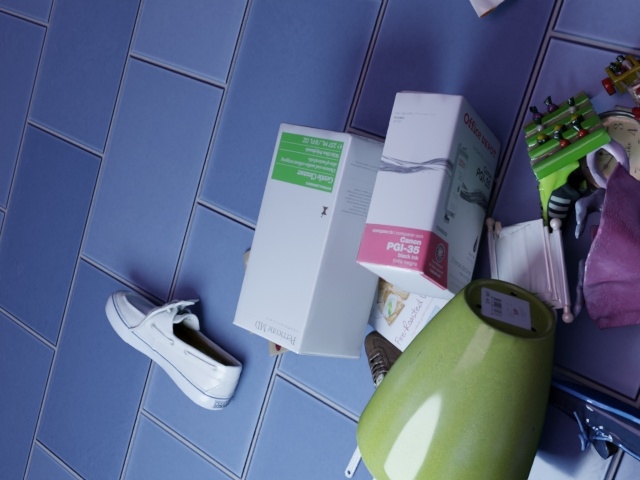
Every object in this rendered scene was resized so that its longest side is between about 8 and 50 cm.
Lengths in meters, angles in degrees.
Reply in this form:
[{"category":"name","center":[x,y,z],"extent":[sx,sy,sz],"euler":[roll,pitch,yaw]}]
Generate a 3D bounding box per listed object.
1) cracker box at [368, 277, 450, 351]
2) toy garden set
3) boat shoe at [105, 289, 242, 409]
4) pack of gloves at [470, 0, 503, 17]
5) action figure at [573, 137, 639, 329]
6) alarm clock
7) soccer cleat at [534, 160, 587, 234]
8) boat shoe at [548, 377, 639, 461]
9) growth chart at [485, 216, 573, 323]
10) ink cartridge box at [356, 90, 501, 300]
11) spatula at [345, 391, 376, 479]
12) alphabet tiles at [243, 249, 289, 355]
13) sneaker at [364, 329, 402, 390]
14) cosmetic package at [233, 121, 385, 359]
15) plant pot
[{"category":"cracker box","center":[0.160,0.101,1.512],"extent":[0.232,0.067,0.156],"euler":[37,110,33]},{"category":"toy garden set","center":[0.384,-0.191,1.251],"extent":[0.203,0.244,0.049],"euler":[-30,104,19]},{"category":"boat shoe","center":[-0.299,0.181,1.818],"extent":[0.367,0.135,0.157],"euler":[38,111,29]},{"category":"pack of gloves","center":[0.300,-0.514,1.453],"extent":[0.195,0.046,0.232],"euler":[-31,73,20]},{"category":"action figure","center":[0.534,0.033,1.171],"extent":[0.370,0.248,0.276],"euler":[3,64,21]},{"category":"alarm clock","center":[0.429,-0.130,1.310],"extent":[0.192,0.064,0.129],"euler":[9,100,31]},{"category":"soccer cleat","center":[0.365,-0.063,1.313],"extent":[0.072,0.179,0.060],"euler":[-7,53,15]},{"category":"boat shoe","center":[0.428,0.284,1.277],"extent":[0.258,0.109,0.089],"euler":[26,101,37]},{"category":"growth chart","center":[0.312,0.047,1.330],"extent":[0.237,0.021,0.172],"euler":[178,89,-74]},{"category":"ink cartridge box","center":[0.176,-0.067,1.374],"extent":[0.117,0.207,0.283],"euler":[8,78,31]},{"category":"spatula","center":[0.136,0.359,1.552],"extent":[0.168,0.019,0.242],"euler":[32,107,33]},{"category":"alphabet tiles","center":[-0.034,0.055,1.648],"extent":[0.342,0.011,0.285],"euler":[-25,65,43]},{"category":"sneaker","center":[0.121,0.234,1.521],"extent":[0.066,0.071,0.188],"euler":[-47,57,25]},{"category":"cosmetic package","center":[0.000,0.000,1.499],"extent":[0.197,0.155,0.366],"euler":[15,92,47]},{"category":"plant pot","center":[0.224,0.212,1.284],"extent":[0.274,0.274,0.294],"euler":[39,128,31]}]
